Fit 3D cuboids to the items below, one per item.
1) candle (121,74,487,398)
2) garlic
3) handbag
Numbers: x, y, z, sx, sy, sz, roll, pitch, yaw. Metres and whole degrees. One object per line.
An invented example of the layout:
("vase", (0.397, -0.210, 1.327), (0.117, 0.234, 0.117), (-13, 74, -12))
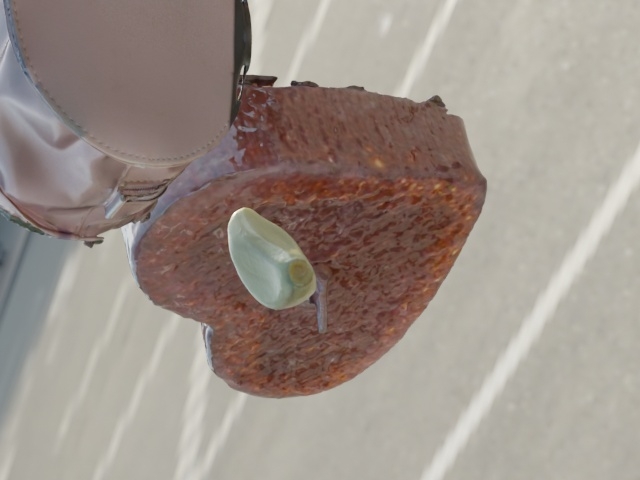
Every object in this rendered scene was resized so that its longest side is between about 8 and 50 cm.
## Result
("candle", (0.000, 0.000, 1.525), (0.317, 0.287, 0.131), (59, -172, -52))
("garlic", (-0.027, 0.015, 1.193), (0.083, 0.041, 0.053), (37, 147, 53))
("handbag", (-0.134, -0.113, 1.136), (0.116, 0.179, 0.205), (-25, 57, 49))
